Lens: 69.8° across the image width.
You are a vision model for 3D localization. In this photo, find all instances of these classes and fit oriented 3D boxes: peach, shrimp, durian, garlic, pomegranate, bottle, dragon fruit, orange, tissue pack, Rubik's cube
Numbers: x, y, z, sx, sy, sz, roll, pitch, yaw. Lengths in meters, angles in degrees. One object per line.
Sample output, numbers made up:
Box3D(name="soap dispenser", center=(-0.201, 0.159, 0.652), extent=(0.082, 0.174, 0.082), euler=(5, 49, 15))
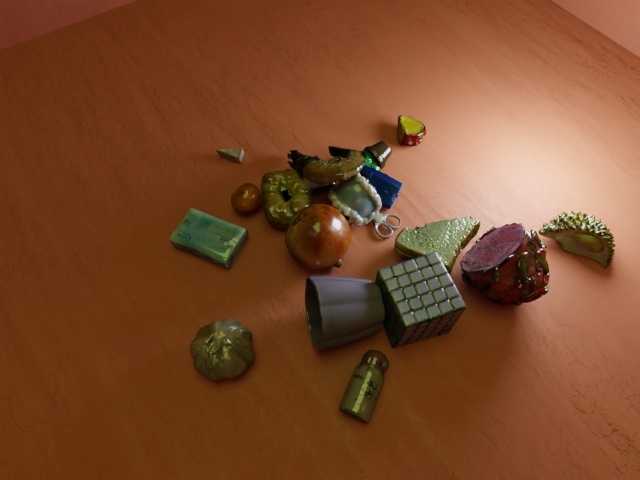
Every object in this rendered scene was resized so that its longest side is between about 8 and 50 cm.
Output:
Box3D(name="peach", center=(0.409, -0.502, 2.126), extent=(0.127, 0.092, 0.172), euler=(-23, 51, -18))
Box3D(name="shrimp", center=(0.013, -0.341, 1.927), extent=(0.272, 0.085, 0.445), euler=(-31, 34, -23))
Box3D(name="durian", center=(1.035, -0.027, 1.833), extent=(0.306, 0.166, 0.172), euler=(20, 32, 5))
Box3D(name="garlic", center=(-0.341, 0.375, 1.586), extent=(0.228, 0.152, 0.228), euler=(0, 53, 1))
Box3D(name="pomegranate", center=(0.000, 0.000, 1.766), extent=(0.270, 0.229, 0.252), euler=(44, 59, -24))
Box3D(name="bottle", center=(0.155, 0.482, 1.544), extent=(0.110, 0.110, 0.233), euler=(22, 62, 12))
Box3D(name="dragon fruit", center=(0.689, 0.128, 1.684), extent=(0.263, 0.296, 0.314), euler=(50, 64, -12))
Box3D(name="orange", center=(-0.309, -0.173, 1.918), extent=(0.135, 0.135, 0.117), euler=(-38, 90, -19))
Box3D(name="tissue pack", center=(-0.446, -0.014, 1.848), extent=(0.263, 0.089, 0.177), euler=(21, 64, 13))
Box3D(name="Rubik's cube", center=(0.337, 0.213, 1.626), extent=(0.238, 0.237, 0.237), euler=(-15, 60, -10))

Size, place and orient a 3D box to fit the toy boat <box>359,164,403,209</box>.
Box3D(name="toy boat", center=(0.206, -0.253, 1.977), extent=(0.295, 0.088, 0.129), euler=(30, 104, 20))

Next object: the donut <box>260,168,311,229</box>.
Box3D(name="donut", center=(-0.143, -0.171, 1.914), extent=(0.208, 0.128, 0.261), euler=(-4, 60, -3))

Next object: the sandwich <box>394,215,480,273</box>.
Box3D(name="sandwich", center=(0.451, -0.009, 1.800), extent=(0.254, 0.100, 0.288), euler=(26, 60, 33))

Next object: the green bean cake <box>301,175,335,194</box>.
Box3D(name="green bean cake", center=(-0.011, -0.269, 2.012), extent=(0.135, 0.056, 0.135), euler=(-14, 62, -7))

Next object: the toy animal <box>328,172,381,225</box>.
Box3D(name="toy animal", center=(0.130, -0.175, 1.872), extent=(0.204, 0.156, 0.208), euler=(-41, 63, 10))

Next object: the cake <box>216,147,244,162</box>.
Box3D(name="cake", center=(-0.410, -0.396, 2.093), extent=(0.121, 0.052, 0.065), euler=(15, 66, 10))

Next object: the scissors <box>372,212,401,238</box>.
Box3D(name="scissors", center=(0.223, -0.110, 1.931), extent=(0.242, 0.030, 0.118), euler=(40, 72, 22))

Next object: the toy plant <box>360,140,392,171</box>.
Box3D(name="toy plant", center=(0.225, -0.350, 2.039), extent=(0.200, 0.105, 0.143), euler=(-41, 87, 0))

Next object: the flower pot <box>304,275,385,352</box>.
Box3D(name="flower pot", center=(0.086, 0.246, 1.608), extent=(0.243, 0.265, 0.265), euler=(-4, 60, -11))
